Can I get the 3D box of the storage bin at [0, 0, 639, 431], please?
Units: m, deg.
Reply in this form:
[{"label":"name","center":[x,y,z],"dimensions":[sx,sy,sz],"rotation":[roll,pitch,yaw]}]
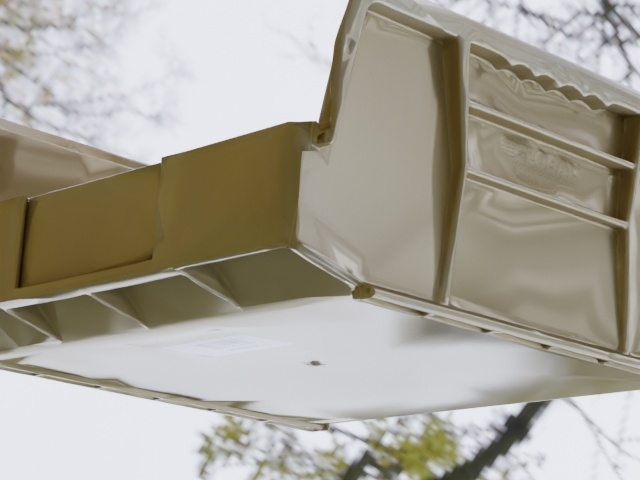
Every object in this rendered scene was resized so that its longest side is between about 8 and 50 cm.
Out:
[{"label":"storage bin","center":[0.000,0.000,0.808],"dimensions":[0.262,0.260,0.123],"rotation":[-11,-111,45]}]
